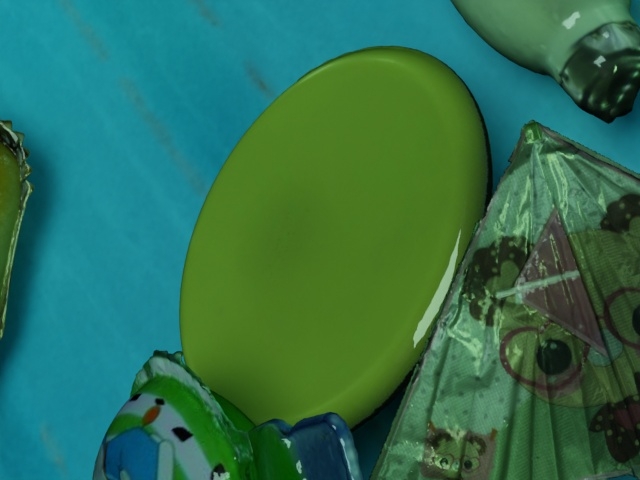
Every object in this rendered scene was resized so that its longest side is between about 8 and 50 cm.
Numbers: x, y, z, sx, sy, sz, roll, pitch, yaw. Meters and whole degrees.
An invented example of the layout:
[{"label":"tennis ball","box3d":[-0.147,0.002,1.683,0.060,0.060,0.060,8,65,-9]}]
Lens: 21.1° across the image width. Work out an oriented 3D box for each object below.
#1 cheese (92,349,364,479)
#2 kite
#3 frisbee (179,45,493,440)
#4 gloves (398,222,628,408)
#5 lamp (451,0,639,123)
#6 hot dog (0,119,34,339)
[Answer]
[{"label":"cheese","box3d":[-0.046,0.148,0.853,0.320,0.083,0.204,-29,75,64]},{"label":"kite","box3d":[0.142,0.067,0.834,0.323,0.013,0.268,-22,100,-1]},{"label":"frisbee","box3d":[0.000,0.000,0.942,0.236,0.017,0.236,-25,53,39]},{"label":"gloves","box3d":[0.105,0.036,0.889,0.144,0.094,0.110,-36,54,35]},{"label":"lamp","box3d":[0.105,-0.168,0.945,0.101,0.101,0.250,-37,59,12]},{"label":"hot dog","box3d":[-0.269,0.035,1.072,0.162,0.082,0.270,14,81,26]}]
